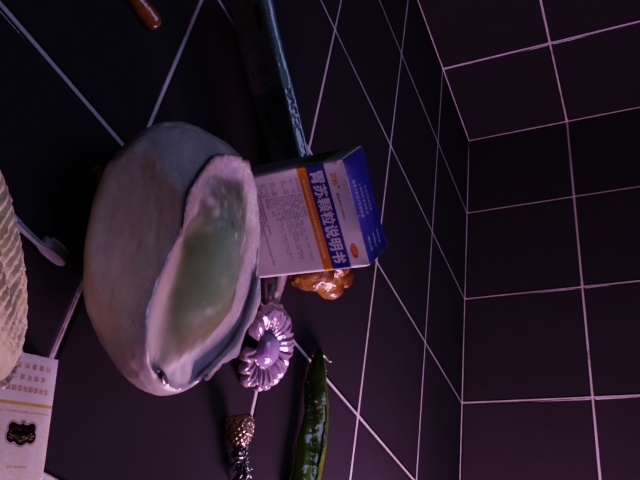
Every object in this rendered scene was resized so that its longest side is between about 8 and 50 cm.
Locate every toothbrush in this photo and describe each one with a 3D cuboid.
[{"bbox_3d":[-0.407,-0.057,0.853,0.288,0.021,0.024,55,24,-45],"label":"toothbrush"}]

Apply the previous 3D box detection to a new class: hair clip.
[{"bbox_3d":[-0.100,0.153,1.409,0.173,0.069,0.300,45,43,-54],"label":"hair clip"}]

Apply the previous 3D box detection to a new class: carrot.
[{"bbox_3d":[-0.306,-0.400,1.186,0.093,0.032,0.032,51,38,-40],"label":"carrot"}]

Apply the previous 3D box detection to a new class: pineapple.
[{"bbox_3d":[-0.143,0.377,1.256,0.058,0.058,0.124,9,74,-65],"label":"pineapple"}]

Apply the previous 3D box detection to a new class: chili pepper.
[{"bbox_3d":[-0.013,0.390,1.533,0.085,0.076,0.359,33,48,-27],"label":"chili pepper"}]

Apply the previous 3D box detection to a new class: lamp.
[{"bbox_3d":[-0.315,-0.076,1.057,0.083,0.031,0.063,12,72,-68],"label":"lamp"}]

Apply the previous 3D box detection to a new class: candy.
[{"bbox_3d":[-0.208,0.018,1.067,0.427,0.186,0.386,-11,105,-72],"label":"candy"}]

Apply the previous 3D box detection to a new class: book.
[{"bbox_3d":[-0.102,-0.308,1.418,0.264,0.031,0.379,-160,-124,-71],"label":"book"}]

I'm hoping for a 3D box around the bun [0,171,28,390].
[{"bbox_3d":[-0.383,0.025,0.688,0.287,0.146,0.287,174,-90,-79],"label":"bun"}]

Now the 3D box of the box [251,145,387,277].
[{"bbox_3d":[-0.048,-0.047,1.306,0.106,0.299,0.200,-43,121,-59],"label":"box"}]

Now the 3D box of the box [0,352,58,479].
[{"bbox_3d":[-0.367,0.220,0.843,0.090,0.024,0.167,36,51,-58],"label":"box"}]

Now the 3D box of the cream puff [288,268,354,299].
[{"bbox_3d":[0.000,0.000,1.581,0.241,0.154,0.269,10,75,-64],"label":"cream puff"}]
